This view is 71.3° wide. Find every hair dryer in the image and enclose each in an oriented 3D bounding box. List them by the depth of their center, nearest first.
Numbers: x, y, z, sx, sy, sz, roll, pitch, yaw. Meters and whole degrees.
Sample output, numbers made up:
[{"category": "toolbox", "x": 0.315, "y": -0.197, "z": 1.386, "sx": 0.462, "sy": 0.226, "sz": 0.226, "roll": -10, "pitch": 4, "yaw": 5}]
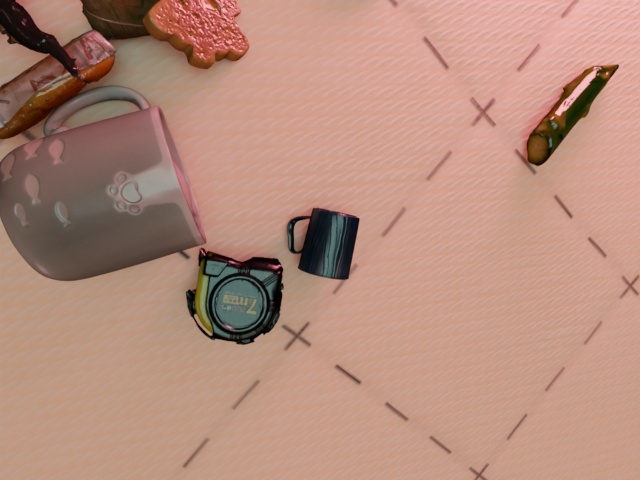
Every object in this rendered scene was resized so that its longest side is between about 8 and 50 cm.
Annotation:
[{"category": "hair dryer", "x": -0.511, "y": -0.318, "z": 0.708, "sx": 0.359, "sy": 0.120, "sz": 0.304, "roll": 37, "pitch": 95, "yaw": 18}]

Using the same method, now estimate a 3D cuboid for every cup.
[{"category": "cup", "x": -0.390, "y": -0.118, "z": 0.794, "sx": 0.274, "sy": 0.259, "sz": 0.357, "roll": -19, "pitch": 73, "yaw": -11}, {"category": "cup", "x": 0.005, "y": 0.002, "z": 0.972, "sx": 0.149, "sy": 0.113, "sz": 0.138, "roll": 10, "pitch": 95, "yaw": -18}]

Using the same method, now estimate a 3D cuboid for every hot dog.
[{"category": "hot dog", "x": -0.475, "y": -0.268, "z": 0.775, "sx": 0.267, "sy": 0.144, "sz": 0.075, "roll": -31, "pitch": 130, "yaw": -1}]

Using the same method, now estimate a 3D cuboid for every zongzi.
[{"category": "zongzi", "x": -0.324, "y": -0.434, "z": 0.775, "sx": 0.188, "sy": 0.178, "sz": 0.082, "roll": -15, "pitch": 77, "yaw": -13}]

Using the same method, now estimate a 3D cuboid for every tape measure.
[{"category": "tape measure", "x": -0.181, "y": 0.119, "z": 0.945, "sx": 0.198, "sy": 0.112, "sz": 0.186, "roll": 10, "pitch": 90, "yaw": -11}]

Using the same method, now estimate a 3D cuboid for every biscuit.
[{"category": "biscuit", "x": -0.229, "y": -0.445, "z": 0.837, "sx": 0.212, "sy": 0.041, "sz": 0.239, "roll": -3, "pitch": 92, "yaw": -42}]

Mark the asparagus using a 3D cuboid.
[{"category": "asparagus", "x": 0.621, "y": -0.332, "z": 1.099, "sx": 0.085, "sy": 0.082, "sz": 0.343, "roll": 41, "pitch": 86, "yaw": -14}]
